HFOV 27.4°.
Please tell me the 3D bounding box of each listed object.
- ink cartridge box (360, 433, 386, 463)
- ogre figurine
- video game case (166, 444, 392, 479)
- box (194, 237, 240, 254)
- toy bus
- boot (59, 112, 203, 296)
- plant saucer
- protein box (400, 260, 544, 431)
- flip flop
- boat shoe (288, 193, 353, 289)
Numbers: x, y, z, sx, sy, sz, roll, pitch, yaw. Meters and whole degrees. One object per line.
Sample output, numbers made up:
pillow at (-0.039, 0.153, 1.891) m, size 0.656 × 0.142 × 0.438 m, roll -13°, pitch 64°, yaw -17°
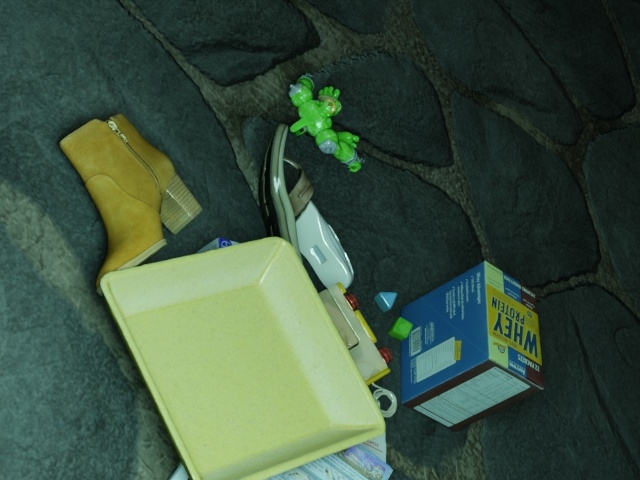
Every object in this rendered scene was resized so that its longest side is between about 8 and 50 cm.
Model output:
ink cartridge box at (0.042, 0.344, 1.989) m, size 0.104 × 0.061 × 0.181 m, roll 31°, pitch 45°, yaw -30°
ogre figurine at (0.003, -0.212, 2.335) m, size 0.118 × 0.097 × 0.197 m, roll -4°, pitch 82°, yaw -69°
video game case at (-0.058, 0.337, 1.826) m, size 0.269 × 0.061 × 0.244 m, roll 37°, pitch 44°, yaw -4°
box at (-0.115, 0.076, 1.997) m, size 0.137 × 0.072 × 0.126 m, roll 16°, pitch 53°, yaw -39°
toy bus at (0.031, 0.171, 2.066) m, size 0.191 × 0.104 × 0.202 m, roll 18°, pitch 68°, yaw -12°
boot at (-0.304, -0.060, 1.879) m, size 0.211 × 0.104 × 0.295 m, roll 46°, pitch 33°, yaw -5°
plant saucer at (-0.116, 0.176, 1.805) m, size 0.333 × 0.081 × 0.332 m, roll -12°, pitch 67°, yaw -42°
protein box at (0.253, 0.181, 2.231) m, size 0.136 × 0.201 × 0.199 m, roll 30°, pitch 44°, yaw -31°
flip flop at (-0.047, -0.057, 2.129) m, size 0.080 × 0.112 × 0.277 m, roll -3°, pitch 67°, yaw -16°
boat shoe at (0.000, 0.000, 2.200) m, size 0.184 × 0.066 × 0.063 m, roll 53°, pitch 16°, yaw 5°
